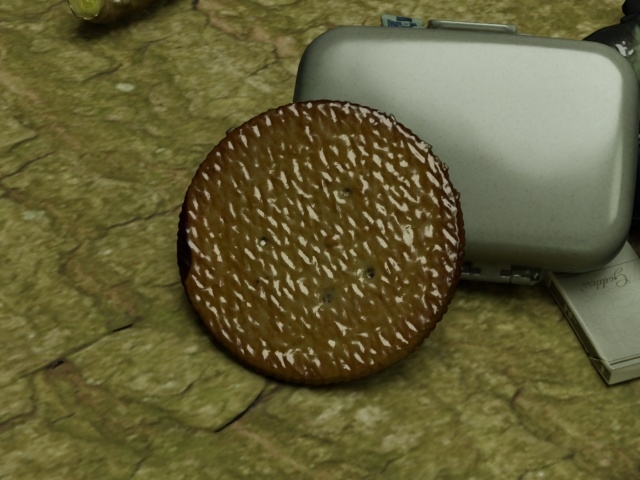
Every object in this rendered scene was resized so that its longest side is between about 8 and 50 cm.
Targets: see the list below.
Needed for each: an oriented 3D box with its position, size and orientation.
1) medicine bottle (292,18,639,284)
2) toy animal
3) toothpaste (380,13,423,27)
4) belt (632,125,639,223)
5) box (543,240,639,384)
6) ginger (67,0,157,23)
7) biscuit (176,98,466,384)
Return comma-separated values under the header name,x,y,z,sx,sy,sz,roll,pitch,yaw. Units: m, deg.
name,x,y,z,sx,sy,sz,roll,pitch,yaw
medicine bottle,0.153,-0.100,1.619,0.375,0.123,0.282,4,77,7
toy animal,0.397,-0.230,1.820,0.168,0.106,0.343,-3,24,37
toothpaste,0.105,-0.220,1.859,0.057,0.035,0.197,8,43,-8
belt,0.429,-0.087,1.726,0.218,0.128,0.122,-24,24,-25
box,0.315,0.064,1.622,0.109,0.029,0.198,-13,49,-16
ginger,-0.233,-0.325,1.882,0.115,0.081,0.205,29,42,2
biscuit,0.000,0.000,1.539,0.305,0.038,0.305,-2,80,9
